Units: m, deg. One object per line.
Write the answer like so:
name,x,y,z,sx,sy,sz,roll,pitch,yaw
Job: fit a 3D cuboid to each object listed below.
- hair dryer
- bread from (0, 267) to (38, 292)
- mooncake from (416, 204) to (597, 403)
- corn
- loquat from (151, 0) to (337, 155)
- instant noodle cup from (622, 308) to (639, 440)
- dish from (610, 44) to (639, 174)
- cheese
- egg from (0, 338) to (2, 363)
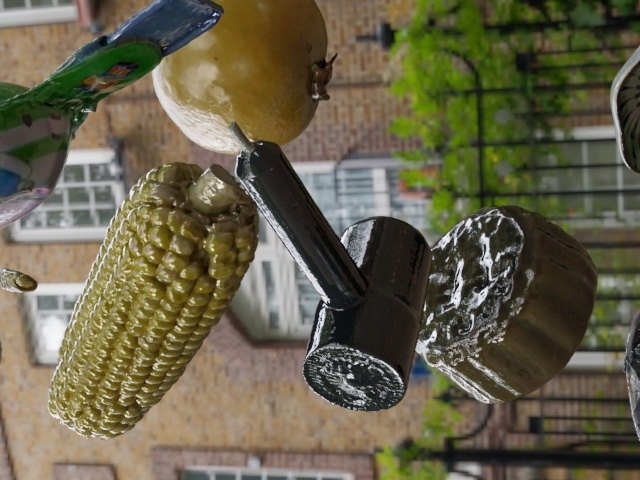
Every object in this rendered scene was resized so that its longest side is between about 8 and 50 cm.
hair dryer,0.000,0.000,0.751,0.219,0.071,0.124,54,-145,-37
bread,-0.499,0.069,1.929,0.049,0.088,0.034,33,-106,-40
mooncake,0.266,0.087,1.759,0.161,0.290,0.290,33,-132,-26
corn,-0.158,0.060,1.070,0.347,0.130,0.130,-55,7,34
loquat,-0.105,-0.253,1.659,0.275,0.275,0.275,-2,-90,-74
instant noodle cup,0.289,0.093,0.780,0.127,0.135,0.127,24,-120,-49
dish,0.381,-0.162,1.288,0.066,0.190,0.191,43,149,56
cheese,-0.203,-0.066,0.759,0.083,0.320,0.204,61,-169,4
egg,-0.455,0.147,1.394,0.164,0.131,0.131,-54,-26,-9
